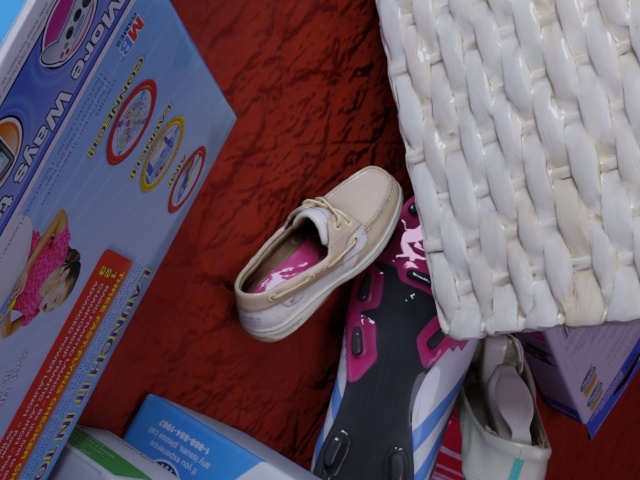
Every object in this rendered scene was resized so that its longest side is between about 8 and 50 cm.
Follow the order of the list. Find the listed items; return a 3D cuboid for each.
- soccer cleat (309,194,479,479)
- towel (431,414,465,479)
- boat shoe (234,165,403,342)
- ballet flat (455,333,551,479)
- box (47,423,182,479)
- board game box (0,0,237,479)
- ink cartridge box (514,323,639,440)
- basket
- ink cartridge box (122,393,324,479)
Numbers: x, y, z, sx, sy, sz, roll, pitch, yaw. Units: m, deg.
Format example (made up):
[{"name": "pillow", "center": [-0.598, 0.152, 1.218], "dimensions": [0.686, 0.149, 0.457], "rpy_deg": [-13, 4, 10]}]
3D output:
[{"name": "soccer cleat", "center": [0.070, 0.106, 0.937], "dimensions": [0.143, 0.116, 0.331], "rpy_deg": [41, 70, -78]}, {"name": "towel", "center": [0.102, 0.317, 1.131], "dimensions": [0.199, 0.031, 0.275], "rpy_deg": [39, 78, -51]}, {"name": "boat shoe", "center": [0.000, 0.000, 0.813], "dimensions": [0.170, 0.063, 0.059], "rpy_deg": [-49, 145, -21]}, {"name": "ballet flat", "center": [0.156, 0.128, 0.958], "dimensions": [0.248, 0.086, 0.086], "rpy_deg": [-94, -176, -59]}, {"name": "box", "center": [-0.153, 0.178, 0.685], "dimensions": [0.087, 0.101, 0.102], "rpy_deg": [30, 84, -53]}, {"name": "board game box", "center": [-0.165, 0.019, 0.490], "dimensions": [0.308, 0.086, 0.302], "rpy_deg": [-63, 173, -6]}, {"name": "ink cartridge box", "center": [0.301, 0.078, 1.226], "dimensions": [0.186, 0.065, 0.311], "rpy_deg": [-53, 139, -18]}, {"name": "basket", "center": [0.249, -0.113, 0.775], "dimensions": [0.266, 0.328, 0.331], "rpy_deg": [-9, 88, -46]}, {"name": "ink cartridge box", "center": [-0.084, 0.295, 0.730], "dimensions": [0.129, 0.223, 0.307], "rpy_deg": [38, 78, -53]}]
